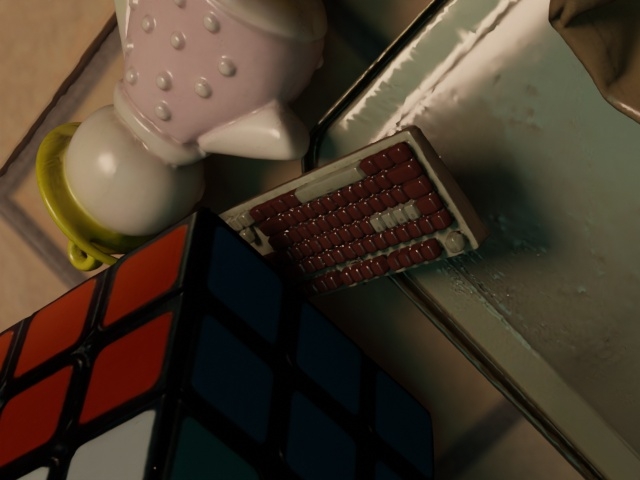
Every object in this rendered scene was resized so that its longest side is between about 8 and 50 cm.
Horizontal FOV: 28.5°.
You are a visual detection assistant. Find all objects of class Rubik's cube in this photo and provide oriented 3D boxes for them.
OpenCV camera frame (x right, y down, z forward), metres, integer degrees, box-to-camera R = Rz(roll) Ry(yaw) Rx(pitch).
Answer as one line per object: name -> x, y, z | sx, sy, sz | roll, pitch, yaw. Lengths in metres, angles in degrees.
Rubik's cube -> -0.059, 0.115, 0.510 | 0.163, 0.160, 0.162 | -29, 122, 24

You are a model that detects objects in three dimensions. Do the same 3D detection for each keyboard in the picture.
keyboard -> 0.000, 0.000, 0.519 | 0.055, 0.017, 0.166 | 54, 145, -11

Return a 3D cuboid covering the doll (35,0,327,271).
doll -> -0.058, -0.064, 0.535 | 0.129, 0.081, 0.207 | 48, 118, 23

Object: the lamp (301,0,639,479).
lamp -> 0.162, -0.027, 0.481 | 0.266, 0.047, 0.269 | 47, 114, 5

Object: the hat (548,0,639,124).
hat -> 0.174, -0.105, 0.404 | 0.147, 0.085, 0.175 | 31, 86, 21
